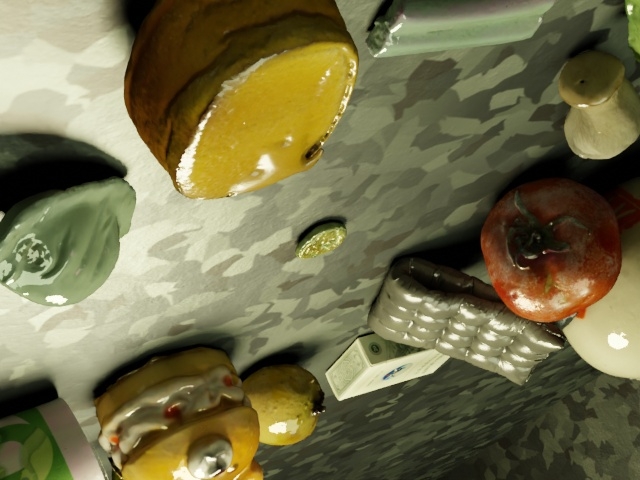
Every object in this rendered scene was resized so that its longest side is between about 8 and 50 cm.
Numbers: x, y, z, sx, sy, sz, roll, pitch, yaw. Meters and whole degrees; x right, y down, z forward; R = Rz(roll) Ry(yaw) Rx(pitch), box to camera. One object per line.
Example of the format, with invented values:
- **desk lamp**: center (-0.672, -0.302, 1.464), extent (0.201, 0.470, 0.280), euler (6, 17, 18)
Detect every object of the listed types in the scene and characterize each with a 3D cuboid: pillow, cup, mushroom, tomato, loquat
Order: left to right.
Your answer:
- **cup**: center (-0.483, 0.385, 1.599), extent (0.274, 0.253, 0.253), euler (-23, 159, -23)
- **loquat**: center (-0.084, 0.311, 1.957), extent (0.205, 0.149, 0.172), euler (-17, 162, 18)
- **pillow**: center (0.256, 0.139, 1.816), extent (0.326, 0.101, 0.228), euler (20, 150, 1)
- **tomato**: center (0.374, 0.013, 1.666), extent (0.232, 0.232, 0.188), euler (-31, 157, 13)
- **mushroom**: center (0.388, -0.181, 1.427), extent (0.096, 0.108, 0.247), euler (-66, 159, -7)

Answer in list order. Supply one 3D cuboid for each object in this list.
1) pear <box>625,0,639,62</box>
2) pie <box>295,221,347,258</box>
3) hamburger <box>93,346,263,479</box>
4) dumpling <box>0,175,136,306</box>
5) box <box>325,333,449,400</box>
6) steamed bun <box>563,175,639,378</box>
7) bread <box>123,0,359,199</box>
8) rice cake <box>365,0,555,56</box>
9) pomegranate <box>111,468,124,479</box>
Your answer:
- **pear**: center (0.519, -0.264, 1.175), extent (0.282, 0.286, 0.176), euler (-23, 138, -4)
- **pie**: center (0.000, 0.001, 1.518), extent (0.084, 0.021, 0.084), euler (-25, 156, -12)
- **hamburger**: center (-0.225, 0.330, 1.738), extent (0.276, 0.236, 0.276), euler (-24, 159, -10)
- **dumpling**: center (-0.286, -0.007, 1.125), extent (0.108, 0.152, 0.219), euler (14, -176, 16)
- **box**: center (0.158, 0.239, 2.147), extent (0.257, 0.069, 0.164), euler (-11, 154, -33)
- **steamed bun**: center (0.545, 0.047, 1.827), extent (0.374, 0.241, 0.374), euler (-62, 177, -5)
- **bread**: center (-0.073, -0.151, 0.945), extent (0.195, 0.142, 0.269), euler (-17, 158, -26)
- **rice cake**: center (0.157, -0.241, 1.119), extent (0.222, 0.042, 0.080), euler (-12, 156, -26)
- **pomegranate**: center (-0.298, 0.446, 1.990), extent (0.231, 0.230, 0.286), euler (-12, -178, -30)
